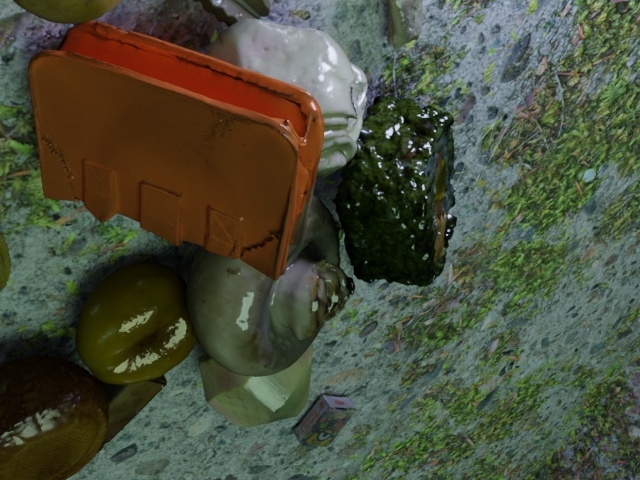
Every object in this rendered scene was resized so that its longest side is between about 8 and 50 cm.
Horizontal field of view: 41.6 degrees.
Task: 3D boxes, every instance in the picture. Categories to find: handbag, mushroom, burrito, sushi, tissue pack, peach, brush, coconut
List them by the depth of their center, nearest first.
[{"bbox_3d":[-0.210,-0.129,1.229,0.116,0.410,0.303,-62,168,-45],"label":"handbag"},{"bbox_3d":[-0.089,-0.343,1.330,0.084,0.071,0.301,-48,145,10],"label":"brush"},{"bbox_3d":[0.139,-0.417,1.414,0.087,0.060,0.226,-28,140,-17],"label":"burrito"},{"bbox_3d":[-0.071,0.085,1.555,0.362,0.295,0.362,-43,143,-45],"label":"mushroom"},{"bbox_3d":[0.155,-0.095,1.580,0.352,0.178,0.294,75,30,-54],"label":"sushi"},{"bbox_3d":[-0.342,0.161,1.588,0.251,0.153,0.251,-26,133,-32],"label":"peach"},{"bbox_3d":[-0.126,0.286,1.822,0.259,0.259,0.259,-20,139,-18],"label":"coconut"},{"bbox_3d":[0.011,0.481,2.250,0.109,0.060,0.148,13,120,-44],"label":"tissue pack"}]

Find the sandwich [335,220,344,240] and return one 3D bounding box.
[{"bbox_3d":[0.004,-0.001,1.778,0.069,0.026,0.101,20,114,-41],"label":"sandwich"}]

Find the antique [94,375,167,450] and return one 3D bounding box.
[{"bbox_3d":[-0.463,0.360,1.763,0.310,0.087,0.093,-46,142,12],"label":"antique"}]

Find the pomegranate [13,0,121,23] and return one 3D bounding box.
[{"bbox_3d":[-0.318,-0.363,1.044,0.191,0.191,0.191,-20,139,-18],"label":"pomegranate"}]

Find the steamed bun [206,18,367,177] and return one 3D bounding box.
[{"bbox_3d":[-0.055,-0.193,1.339,0.275,0.206,0.320,-13,160,37],"label":"steamed bun"}]

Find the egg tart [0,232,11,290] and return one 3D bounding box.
[{"bbox_3d":[-0.625,0.029,1.283,0.290,0.115,0.290,-18,137,-18],"label":"egg tart"}]

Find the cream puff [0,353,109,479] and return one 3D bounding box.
[{"bbox_3d":[-0.546,0.336,1.579,0.303,0.212,0.303,-30,149,-20],"label":"cream puff"}]
